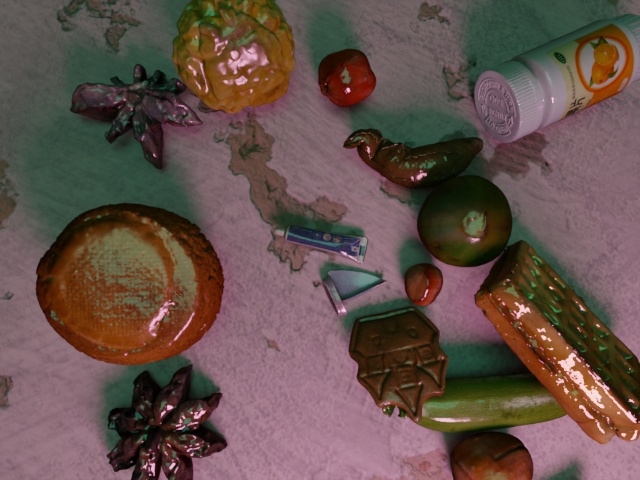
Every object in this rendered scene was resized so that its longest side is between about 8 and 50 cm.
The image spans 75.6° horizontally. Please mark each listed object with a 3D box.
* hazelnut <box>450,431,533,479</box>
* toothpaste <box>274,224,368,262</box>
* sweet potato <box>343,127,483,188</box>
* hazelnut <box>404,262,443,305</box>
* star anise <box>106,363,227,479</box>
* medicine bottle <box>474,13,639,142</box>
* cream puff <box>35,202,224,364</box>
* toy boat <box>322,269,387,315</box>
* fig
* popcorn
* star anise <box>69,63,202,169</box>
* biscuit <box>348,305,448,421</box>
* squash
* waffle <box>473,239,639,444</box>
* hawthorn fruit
[{"bbox_3d":[0.312,0.419,0.753,0.150,0.150,0.150,0,82,0],"label":"hazelnut"},{"bbox_3d":[0.000,0.000,0.861,0.197,0.035,0.057,13,87,-1],"label":"toothpaste"},{"bbox_3d":[0.199,-0.168,0.857,0.310,0.098,0.124,1,75,-3],"label":"sweet potato"},{"bbox_3d":[0.209,0.087,0.832,0.086,0.086,0.086,0,82,0],"label":"hazelnut"},{"bbox_3d":[-0.296,0.364,0.775,0.223,0.109,0.236,-8,80,-6],"label":"star anise"},{"bbox_3d":[0.499,-0.335,0.848,0.318,0.158,0.158,-25,83,-3],"label":"medicine bottle"},{"bbox_3d":[-0.328,0.080,0.763,0.303,0.212,0.303,0,87,-8],"label":"cream puff"},{"bbox_3d":[0.071,0.091,0.854,0.122,0.034,0.096,-24,83,-12],"label":"toy boat"},{"bbox_3d":[0.279,-0.036,0.792,0.181,0.191,0.181,1,99,8],"label":"fig"},{"bbox_3d":[-0.175,-0.388,0.837,0.249,0.249,0.225,-29,54,-4],"label":"popcorn"},{"bbox_3d":[-0.374,-0.278,0.863,0.257,0.110,0.198,37,83,11],"label":"star anise"},{"bbox_3d":[0.151,0.228,0.777,0.182,0.034,0.215,-12,51,-1],"label":"biscuit"},{"bbox_3d":[0.306,0.307,0.785,0.379,0.101,0.101,-2,82,-3],"label":"squash"},{"bbox_3d":[0.431,0.167,0.748,0.327,0.224,0.098,48,126,6],"label":"waffle"},{"bbox_3d":[0.057,-0.341,0.869,0.128,0.128,0.128,0,82,0],"label":"hawthorn fruit"}]
